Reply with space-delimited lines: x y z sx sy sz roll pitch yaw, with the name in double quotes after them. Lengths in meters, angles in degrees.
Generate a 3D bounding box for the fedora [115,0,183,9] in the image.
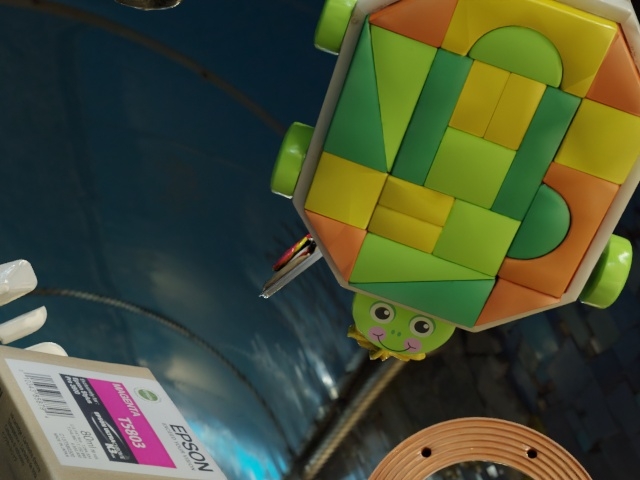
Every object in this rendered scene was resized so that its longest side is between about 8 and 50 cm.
-0.262 -0.449 1.476 0.333 0.153 0.334 4 -24 2 "fedora"

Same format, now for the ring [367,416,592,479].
0.204 0.389 1.286 0.336 0.337 0.032 -22 -30 -5 "ring"

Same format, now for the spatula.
-0.477 0.139 1.347 0.242 0.168 0.019 -22 24 -14 "spatula"

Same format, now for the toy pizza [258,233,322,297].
0.000 0.000 1.228 0.201 0.032 0.201 -37 0 0 "toy pizza"

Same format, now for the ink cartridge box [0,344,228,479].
-0.214 0.201 0.956 0.193 0.234 0.088 15 -74 -40 "ink cartridge box"

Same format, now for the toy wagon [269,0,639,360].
0.099 -0.030 0.728 0.068 0.267 0.345 -70 0 -58 "toy wagon"
